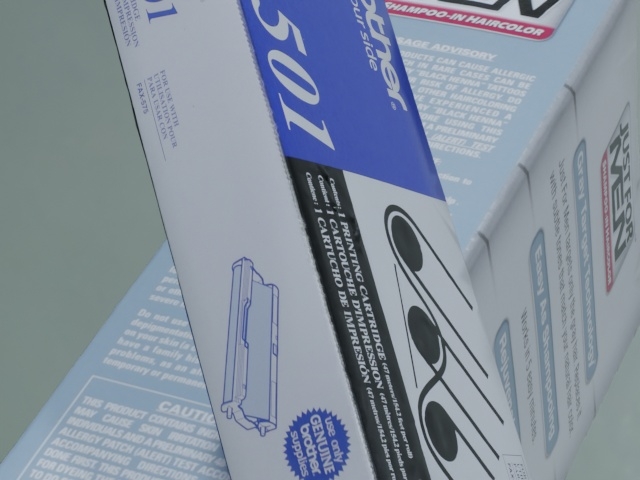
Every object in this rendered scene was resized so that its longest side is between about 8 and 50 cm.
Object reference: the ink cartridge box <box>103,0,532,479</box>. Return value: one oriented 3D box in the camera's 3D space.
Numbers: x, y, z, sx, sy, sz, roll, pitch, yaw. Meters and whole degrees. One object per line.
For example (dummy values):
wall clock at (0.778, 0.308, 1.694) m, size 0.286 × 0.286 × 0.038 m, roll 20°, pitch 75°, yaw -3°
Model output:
ink cartridge box at (0.000, 0.000, 0.557) m, size 0.046 × 0.097 × 0.207 m, roll -24°, pitch 72°, yaw 26°

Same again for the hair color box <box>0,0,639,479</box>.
hair color box at (0.010, 0.069, 0.730) m, size 0.113 × 0.374 × 0.185 m, roll 13°, pitch 137°, yaw 24°
